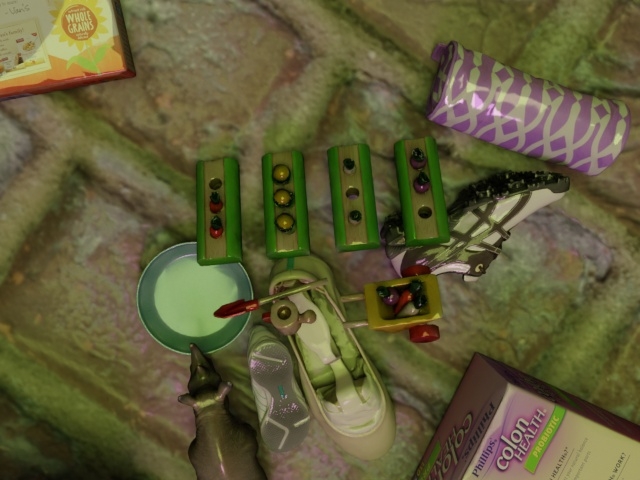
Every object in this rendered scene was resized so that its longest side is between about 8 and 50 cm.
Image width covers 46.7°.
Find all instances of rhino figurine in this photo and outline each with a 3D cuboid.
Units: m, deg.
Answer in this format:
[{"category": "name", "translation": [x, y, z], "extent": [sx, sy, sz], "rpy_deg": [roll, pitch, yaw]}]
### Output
[{"category": "rhino figurine", "translation": [-0.096, 0.217, 0.751], "extent": [0.073, 0.106, 0.243], "rpy_deg": [-13, 98, -3]}]

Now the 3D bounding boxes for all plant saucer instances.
[{"category": "plant saucer", "translation": [-0.130, 0.059, 0.772], "extent": [0.120, 0.021, 0.119], "rpy_deg": [-1, 98, -5]}]

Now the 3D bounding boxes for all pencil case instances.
[{"category": "pencil case", "translation": [0.208, -0.134, 0.746], "extent": [0.206, 0.086, 0.088], "rpy_deg": [18, 61, -8]}]

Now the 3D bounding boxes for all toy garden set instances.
[{"category": "toy garden set", "translation": [0.000, 0.000, 0.700], "extent": [0.245, 0.049, 0.203], "rpy_deg": [-6, 69, 4]}]

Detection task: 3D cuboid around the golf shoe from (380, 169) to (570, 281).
[{"category": "golf shoe", "translation": [0.165, -0.010, 0.765], "extent": [0.198, 0.077, 0.093], "rpy_deg": [-20, 101, 9]}]

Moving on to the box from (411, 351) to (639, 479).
[{"category": "box", "translation": [0.236, 0.272, 0.779], "extent": [0.243, 0.117, 0.213], "rpy_deg": [24, 95, -8]}]

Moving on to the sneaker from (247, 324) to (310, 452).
[{"category": "sneaker", "translation": [-0.046, 0.155, 0.778], "extent": [0.054, 0.061, 0.152], "rpy_deg": [-13, 117, -10]}]

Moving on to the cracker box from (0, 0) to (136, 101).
[{"category": "cracker box", "translation": [-0.279, -0.258, 0.699], "extent": [0.156, 0.067, 0.232], "rpy_deg": [-11, 99, -4]}]

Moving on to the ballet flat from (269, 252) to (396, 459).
[{"category": "ballet flat", "translation": [0.013, 0.130, 0.762], "extent": [0.086, 0.086, 0.248], "rpy_deg": [-26, 99, -1]}]
